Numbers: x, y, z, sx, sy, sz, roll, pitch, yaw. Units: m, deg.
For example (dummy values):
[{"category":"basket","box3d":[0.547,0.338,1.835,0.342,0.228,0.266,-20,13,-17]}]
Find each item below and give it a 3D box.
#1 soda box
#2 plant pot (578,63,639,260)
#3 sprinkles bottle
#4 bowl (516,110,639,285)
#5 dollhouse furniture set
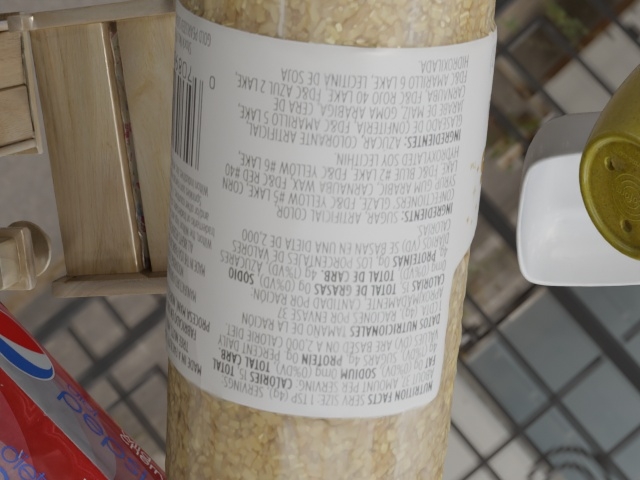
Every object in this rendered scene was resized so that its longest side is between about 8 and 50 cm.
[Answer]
[{"category":"soda box","box3d":[-0.183,0.119,0.916,0.092,0.263,0.083,-42,-175,8]},{"category":"plant pot","box3d":[0.186,-0.038,0.776,0.095,0.134,0.134,-23,158,-30]},{"category":"sprinkles bottle","box3d":[0.000,0.000,0.583,0.121,0.121,0.355,-22,123,-50]},{"category":"bowl","box3d":[0.190,-0.031,0.953,0.142,0.053,0.142,-2,143,4]},{"category":"dollhouse furniture set","box3d":[-0.139,-0.128,1.099,0.355,0.303,0.174,-2,-168,22]}]
